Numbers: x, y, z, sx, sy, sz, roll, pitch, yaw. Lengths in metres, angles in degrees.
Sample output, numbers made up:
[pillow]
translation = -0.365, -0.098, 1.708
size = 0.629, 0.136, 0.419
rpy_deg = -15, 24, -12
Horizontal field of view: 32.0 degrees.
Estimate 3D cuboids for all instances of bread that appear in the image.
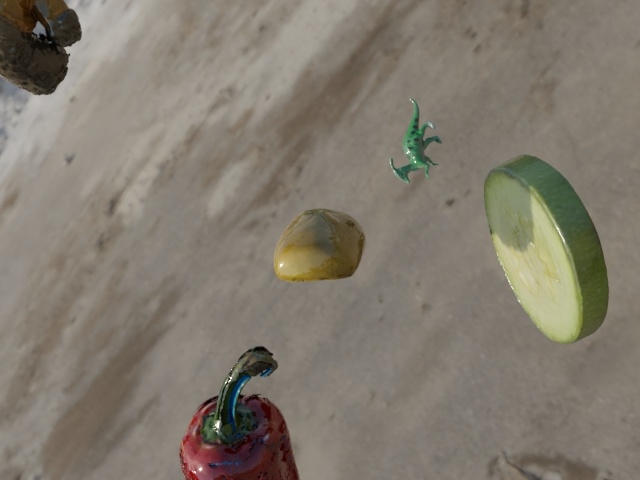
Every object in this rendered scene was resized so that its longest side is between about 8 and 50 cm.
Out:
[bread]
translation = 0.000, 0.000, 1.024
size = 0.115, 0.082, 0.056
rpy_deg = -48, -44, -71

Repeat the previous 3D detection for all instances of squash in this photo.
[squash]
translation = 0.287, 0.014, 1.449
size = 0.049, 0.252, 0.252
rpy_deg = -21, 19, -13

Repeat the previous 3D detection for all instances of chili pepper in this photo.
[chili pepper]
translation = -0.069, 0.253, 1.060
size = 0.110, 0.388, 0.110
rpy_deg = -4, 36, 3

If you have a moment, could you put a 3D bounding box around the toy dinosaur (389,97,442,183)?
[toy dinosaur]
translation = 0.093, -0.100, 1.162
size = 0.062, 0.083, 0.021
rpy_deg = -32, -10, -5

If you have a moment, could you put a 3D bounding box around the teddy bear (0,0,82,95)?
[teddy bear]
translation = -0.305, -0.257, 1.093
size = 0.190, 0.177, 0.140
rpy_deg = -60, -16, -11
